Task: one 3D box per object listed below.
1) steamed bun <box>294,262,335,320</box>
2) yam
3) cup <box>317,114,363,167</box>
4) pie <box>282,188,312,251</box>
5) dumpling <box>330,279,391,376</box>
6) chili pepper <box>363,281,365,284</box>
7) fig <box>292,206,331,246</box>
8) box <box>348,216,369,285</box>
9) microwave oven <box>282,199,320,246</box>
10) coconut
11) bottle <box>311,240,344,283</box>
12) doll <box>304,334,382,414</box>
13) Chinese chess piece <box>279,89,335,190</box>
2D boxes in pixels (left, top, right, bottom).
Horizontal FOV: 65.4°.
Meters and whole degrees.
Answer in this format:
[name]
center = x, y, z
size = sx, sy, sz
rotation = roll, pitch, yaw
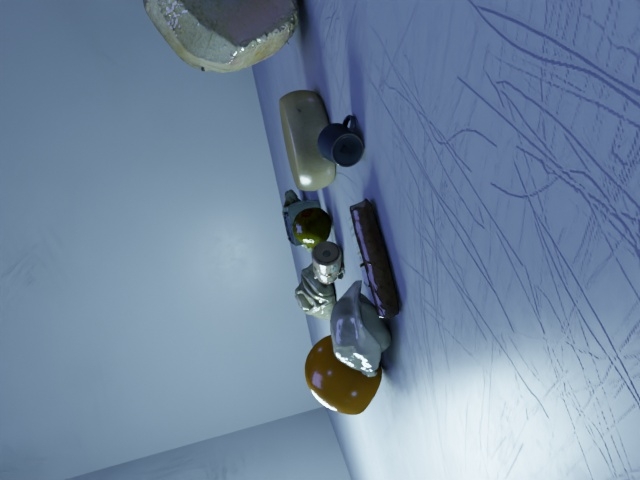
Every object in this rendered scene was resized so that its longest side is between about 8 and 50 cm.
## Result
[steamed bun]
center = -0.028, 0.195, 1.897
size = 0.218, 0.144, 0.211
rotation = 88, 167, -53
[yam]
center = 0.105, 0.035, 0.987
size = 0.057, 0.057, 0.241
rotation = 127, 130, -80
[cup]
center = 0.046, -0.198, 0.988
size = 0.100, 0.078, 0.077
rotation = -68, 25, 16
[pie]
center = -0.089, -0.072, 2.059
size = 0.274, 0.105, 0.257
rotation = -116, 6, -61
[dumpling]
center = 0.089, 0.212, 1.118
size = 0.162, 0.132, 0.250
rotation = -110, 12, -59
[chili pepper]
center = 0.113, 0.099, 1.145
size = 0.083, 0.027, 0.022
rotation = 153, 107, -83
[fig]
center = 0.000, 0.000, 1.584
size = 0.236, 0.124, 0.124
rotation = 59, -177, -33
[box]
center = 0.099, 0.018, 1.061
size = 0.084, 0.040, 0.154
rotation = 129, 127, -78
[microwave oven]
center = -0.063, -0.061, 1.795
size = 0.208, 0.122, 0.162
rotation = -161, 59, -81
[coconut]
center = -0.259, -0.628, 1.284
size = 0.404, 0.405, 0.404
rotation = 167, 90, -82
[bottle]
center = 0.023, 0.078, 1.524
size = 0.152, 0.099, 0.099
rotation = 85, 168, -53
[doll]
center = 0.074, 0.317, 1.287
size = 0.236, 0.213, 0.213
rotation = -56, 26, 16
[Chinese chess piece]
center = -0.038, -0.266, 1.339
size = 0.273, 0.102, 0.273
rotation = 167, 90, -84
